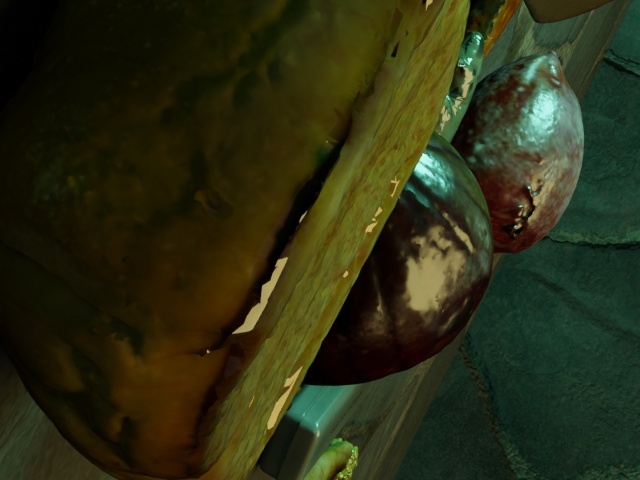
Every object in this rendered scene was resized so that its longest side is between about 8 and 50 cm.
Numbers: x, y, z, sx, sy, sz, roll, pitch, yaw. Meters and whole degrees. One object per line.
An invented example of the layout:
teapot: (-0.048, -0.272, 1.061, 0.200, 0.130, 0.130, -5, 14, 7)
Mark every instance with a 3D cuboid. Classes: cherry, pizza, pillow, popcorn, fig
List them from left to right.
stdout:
popcorn: (0.021, 0.325, 2.143, 0.082, 0.057, 0.083, -65, 166, 9)
fig: (0.019, -0.017, 0.990, 0.203, 0.186, 0.249, -39, 154, -17)
pillow: (0.103, -0.098, 1.501, 0.241, 0.051, 0.093, -65, 169, 25)
pizza: (0.174, -0.228, 1.557, 0.176, 0.036, 0.184, -65, 171, 25)
cherry: (0.212, -0.102, 1.695, 0.250, 0.175, 0.192, -65, 158, 2)

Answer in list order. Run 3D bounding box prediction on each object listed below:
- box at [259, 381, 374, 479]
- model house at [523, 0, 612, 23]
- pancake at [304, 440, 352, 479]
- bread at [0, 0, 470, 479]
box: (0.008, 0.190, 1.757, 0.243, 0.055, 0.103, -44, 159, -57)
model house: (0.223, -0.326, 1.213, 0.219, 0.229, 0.199, -21, 159, 16)
pancake: (-0.050, 0.376, 1.936, 0.257, 0.056, 0.212, -63, 169, 1)
bread: (-0.040, -0.047, 0.721, 0.337, 0.148, 0.328, -61, 173, -17)
